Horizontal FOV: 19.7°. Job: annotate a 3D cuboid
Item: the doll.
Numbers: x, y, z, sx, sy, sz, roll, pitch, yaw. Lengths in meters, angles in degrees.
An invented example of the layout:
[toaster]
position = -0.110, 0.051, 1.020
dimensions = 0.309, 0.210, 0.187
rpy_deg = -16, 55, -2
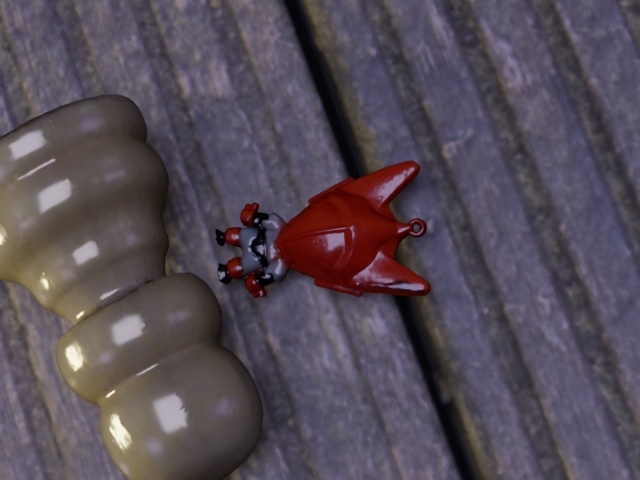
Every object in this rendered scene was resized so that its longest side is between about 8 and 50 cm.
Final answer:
[doll]
position = 0.000, 0.000, 1.444
dimensions = 0.169, 0.057, 0.109
rpy_deg = -6, 73, 9

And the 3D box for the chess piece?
[chess piece]
position = -0.148, 0.053, 1.424
dimensions = 0.167, 0.167, 0.299
rpy_deg = -30, 80, 3
